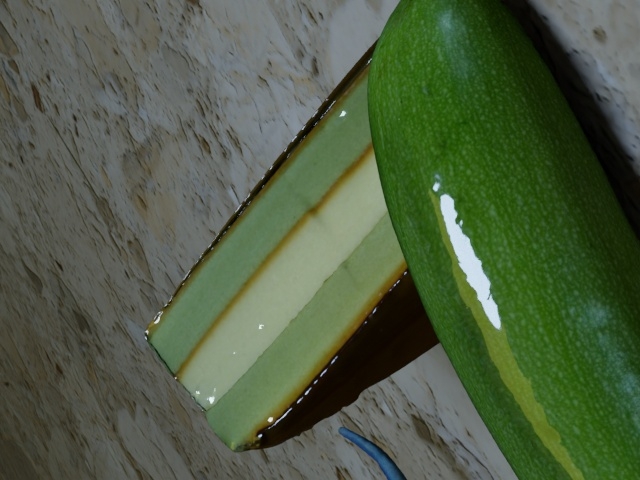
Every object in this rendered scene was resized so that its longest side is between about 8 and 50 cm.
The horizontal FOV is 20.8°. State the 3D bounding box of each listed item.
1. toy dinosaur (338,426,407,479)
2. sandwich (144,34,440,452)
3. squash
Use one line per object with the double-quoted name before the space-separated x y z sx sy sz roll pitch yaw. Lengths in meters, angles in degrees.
"toy dinosaur" 0.124 0.242 1.048 0.329 0.076 0.144 53 165 0
"sandwich" 0.000 0.000 0.919 0.117 0.187 0.144 48 159 34
"squash" 0.122 0.058 0.802 0.395 0.107 0.107 62 158 4
